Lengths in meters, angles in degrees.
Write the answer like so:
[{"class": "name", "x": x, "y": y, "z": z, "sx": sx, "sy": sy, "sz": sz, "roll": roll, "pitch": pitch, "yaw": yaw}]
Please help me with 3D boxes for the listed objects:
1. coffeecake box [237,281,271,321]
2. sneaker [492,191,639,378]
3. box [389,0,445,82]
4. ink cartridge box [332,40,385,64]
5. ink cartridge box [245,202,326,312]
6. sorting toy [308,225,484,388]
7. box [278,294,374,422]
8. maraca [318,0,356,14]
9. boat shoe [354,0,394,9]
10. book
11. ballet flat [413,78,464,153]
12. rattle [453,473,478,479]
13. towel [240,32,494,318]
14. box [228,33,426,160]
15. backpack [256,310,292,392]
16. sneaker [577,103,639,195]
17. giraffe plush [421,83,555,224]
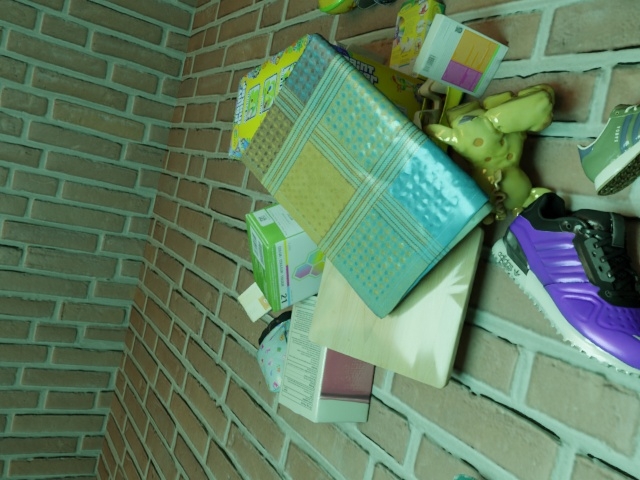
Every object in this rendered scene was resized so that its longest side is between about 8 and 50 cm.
[{"class": "coffeecake box", "x": -0.068, "y": 0.088, "z": 1.286, "sx": 0.068, "sy": 0.186, "sz": 0.142, "roll": 56, "pitch": 135, "yaw": 6}, {"class": "sneaker", "x": 0.340, "y": 0.036, "z": 0.735, "sx": 0.146, "sy": 0.102, "sz": 0.293, "roll": -62, "pitch": 36, "yaw": 24}, {"class": "box", "x": 0.189, "y": -0.398, "z": 1.167, "sx": 0.105, "sy": 0.043, "sz": 0.179, "roll": 8, "pitch": 90, "yaw": 59}, {"class": "ink cartridge box", "x": 0.052, "y": -0.375, "z": 1.318, "sx": 0.180, "sy": 0.104, "sz": 0.060, "roll": -48, "pitch": 42, "yaw": 39}, {"class": "ink cartridge box", "x": 0.000, "y": 0.000, "z": 1.108, "sx": 0.097, "sy": 0.255, "sz": 0.188, "roll": 53, "pitch": 156, "yaw": 37}, {"class": "sorting toy", "x": 0.133, "y": 0.081, "z": 0.992, "sx": 0.256, "sy": 0.089, "sz": 0.257, "roll": 14, "pitch": 92, "yaw": 31}, {"class": "box", "x": 0.019, "y": 0.228, "z": 1.163, "sx": 0.149, "sy": 0.127, "sz": 0.232, "roll": 4, "pitch": 84, "yaw": 58}, {"class": "maraca", "x": 0.067, "y": -0.610, "z": 1.380, "sx": 0.185, "sy": 0.099, "sz": 0.127, "roll": -46, "pitch": 35, "yaw": 6}, {"class": "boat shoe", "x": 0.136, "y": -0.552, "z": 1.274, "sx": 0.183, "sy": 0.066, "sz": 0.066, "roll": -25, "pitch": 61, "yaw": 53}, {"class": "book", "x": 0.231, "y": -0.302, "z": 0.971, "sx": 0.035, "sy": 0.144, "sz": 0.096, "roll": 49, "pitch": 121, "yaw": 52}, {"class": "ballet flat", "x": 0.207, "y": -0.238, "z": 1.055, "sx": 0.077, "sy": 0.077, "sz": 0.230, "roll": 17, "pitch": 95, "yaw": 59}, {"class": "rattle", "x": 0.275, "y": 0.357, "z": 0.777, "sx": 0.142, "sy": 0.130, "sz": 0.199, "roll": -57, "pitch": 10, "yaw": 14}, {"class": "towel", "x": 0.052, "y": -0.094, "z": 0.904, "sx": 0.370, "sy": 0.040, "sz": 0.271, "roll": 48, "pitch": 126, "yaw": 13}, {"class": "box", "x": 0.015, "y": -0.233, "z": 1.157, "sx": 0.279, "sy": 0.290, "sz": 0.176, "roll": -5, "pitch": 76, "yaw": 56}, {"class": "backpack", "x": -0.069, "y": 0.264, "z": 1.306, "sx": 0.152, "sy": 0.115, "sz": 0.182, "roll": -55, "pitch": 42, "yaw": 29}, {"class": "sneaker", "x": 0.400, "y": -0.147, "z": 0.729, "sx": 0.192, "sy": 0.064, "sz": 0.086, "roll": -52, "pitch": 46, "yaw": 41}, {"class": "giraffe plush", "x": 0.266, "y": -0.119, "z": 0.872, "sx": 0.182, "sy": 0.210, "sz": 0.170, "roll": -3, "pitch": 112, "yaw": 43}]
